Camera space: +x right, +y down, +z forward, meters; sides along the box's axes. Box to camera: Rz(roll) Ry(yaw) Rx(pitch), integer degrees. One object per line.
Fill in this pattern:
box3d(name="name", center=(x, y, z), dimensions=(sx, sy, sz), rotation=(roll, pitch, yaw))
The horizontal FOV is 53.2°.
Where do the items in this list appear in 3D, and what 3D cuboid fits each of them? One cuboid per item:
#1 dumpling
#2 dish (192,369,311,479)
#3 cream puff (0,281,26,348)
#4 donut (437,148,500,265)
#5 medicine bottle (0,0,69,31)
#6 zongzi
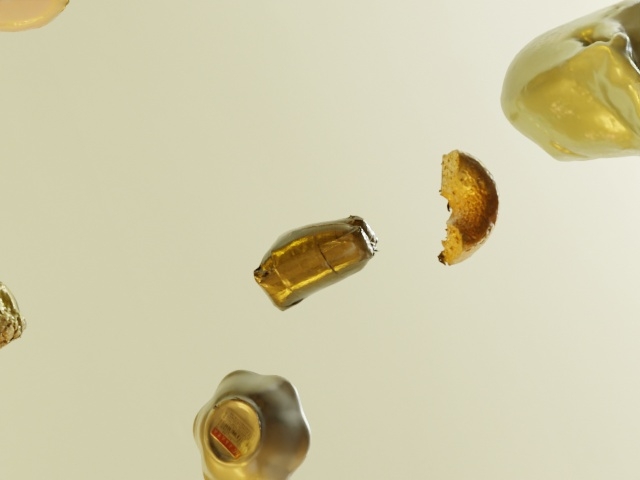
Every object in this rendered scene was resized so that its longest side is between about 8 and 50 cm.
box3d(name="dumpling", center=(0.362, -0.192, 0.778), dimensions=(0.270, 0.211, 0.320), rotation=(23, -133, 23))
box3d(name="dish", center=(-0.133, 0.324, 1.079), dimensions=(0.081, 0.230, 0.229), rotation=(40, -137, -63))
box3d(name="cream puff", center=(-0.490, 0.108, 0.902), dimensions=(0.133, 0.104, 0.119), rotation=(32, -111, 17))
box3d(name="donut", center=(0.109, -0.027, 0.493), dimensions=(0.067, 0.038, 0.083), rotation=(41, -113, -4))
box3d(name="medicine bottle", center=(-0.251, -0.305, 0.517), dimensions=(0.152, 0.152, 0.254), rotation=(17, -125, -29))
box3d(name="zongzi", center=(0.000, 0.000, 1.451), dimensions=(0.145, 0.274, 0.300), rotation=(57, -161, -20))
